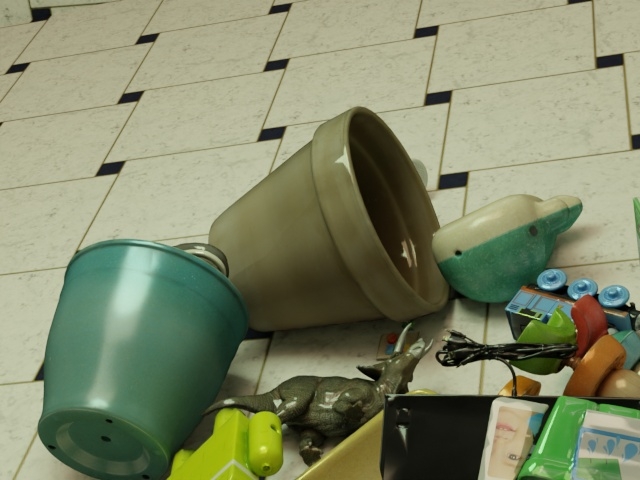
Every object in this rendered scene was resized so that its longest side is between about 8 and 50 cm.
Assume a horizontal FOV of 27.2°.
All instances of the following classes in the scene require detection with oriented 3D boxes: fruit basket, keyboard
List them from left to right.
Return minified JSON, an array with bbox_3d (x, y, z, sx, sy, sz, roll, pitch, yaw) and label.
[{"bbox_3d":[0.223,0.201,1.510,0.317,0.033,0.201,-1,72,21],"label":"keyboard"},{"bbox_3d":[0.298,0.334,1.294,0.327,0.165,0.353,11,54,12],"label":"fruit basket"}]

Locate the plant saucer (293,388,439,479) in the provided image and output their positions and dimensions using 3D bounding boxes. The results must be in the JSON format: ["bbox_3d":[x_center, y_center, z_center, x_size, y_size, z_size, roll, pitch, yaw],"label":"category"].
[{"bbox_3d":[0.117,0.340,1.524,0.332,0.081,0.333,-34,35,-27],"label":"plant saucer"}]

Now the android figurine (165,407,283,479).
[{"bbox_3d":[-0.139,0.312,1.590,0.248,0.056,0.273,-45,17,14],"label":"android figurine"}]

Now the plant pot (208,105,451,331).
[{"bbox_3d":[0.000,0.000,1.960,0.280,0.323,0.323,-23,27,22],"label":"plant pot"}]

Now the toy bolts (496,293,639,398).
[{"bbox_3d":[0.332,0.188,1.641,0.158,0.218,0.228,35,30,23],"label":"toy bolts"}]

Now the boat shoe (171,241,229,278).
[{"bbox_3d":[-0.228,0.071,1.948,0.335,0.112,0.095,-41,19,46],"label":"boat shoe"}]

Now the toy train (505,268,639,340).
[{"bbox_3d":[0.348,0.106,1.810,0.184,0.080,0.105,16,52,38],"label":"toy train"}]

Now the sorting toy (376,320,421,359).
[{"bbox_3d":[0.114,0.142,1.915,0.062,0.012,0.083,-6,32,16],"label":"sorting toy"}]

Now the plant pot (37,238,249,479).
[{"bbox_3d":[-0.257,0.181,1.805,0.271,0.272,0.255,-3,47,20],"label":"plant pot"}]

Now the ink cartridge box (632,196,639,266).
[{"bbox_3d":[0.468,0.062,1.690,0.093,0.212,0.154,-10,30,3],"label":"ink cartridge box"}]

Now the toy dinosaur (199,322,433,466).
[{"bbox_3d":[0.004,0.226,1.761,0.313,0.121,0.160,-14,18,13],"label":"toy dinosaur"}]

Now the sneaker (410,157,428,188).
[{"bbox_3d":[0.021,-0.060,2.218,0.292,0.108,0.169,-29,26,-28],"label":"sneaker"}]

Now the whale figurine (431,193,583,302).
[{"bbox_3d":[0.292,0.008,1.960,0.272,0.141,0.216,-16,-8,-46],"label":"whale figurine"}]
